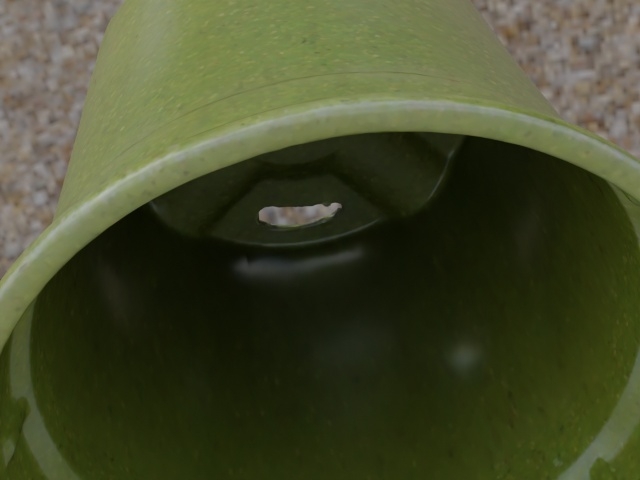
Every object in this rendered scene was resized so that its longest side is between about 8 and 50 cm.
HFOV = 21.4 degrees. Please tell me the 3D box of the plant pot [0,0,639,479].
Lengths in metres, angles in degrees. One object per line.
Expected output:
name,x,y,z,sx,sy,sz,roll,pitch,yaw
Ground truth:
plant pot,0.000,0.000,0.671,0.276,0.276,0.254,-13,36,2
